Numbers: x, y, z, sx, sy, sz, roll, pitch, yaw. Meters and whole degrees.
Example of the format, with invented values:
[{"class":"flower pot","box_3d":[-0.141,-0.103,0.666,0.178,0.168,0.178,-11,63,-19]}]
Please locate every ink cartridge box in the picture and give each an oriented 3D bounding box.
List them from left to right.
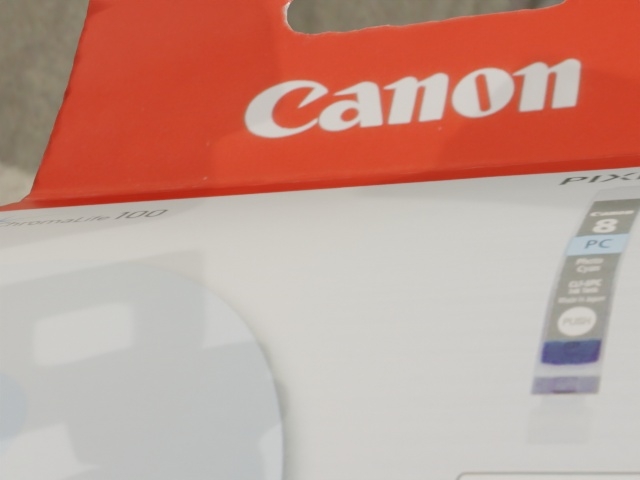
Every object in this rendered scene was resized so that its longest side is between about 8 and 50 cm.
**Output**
[{"class":"ink cartridge box","box_3d":[0.000,0.000,0.616,0.308,0.385,0.091,-4,141,23]}]
